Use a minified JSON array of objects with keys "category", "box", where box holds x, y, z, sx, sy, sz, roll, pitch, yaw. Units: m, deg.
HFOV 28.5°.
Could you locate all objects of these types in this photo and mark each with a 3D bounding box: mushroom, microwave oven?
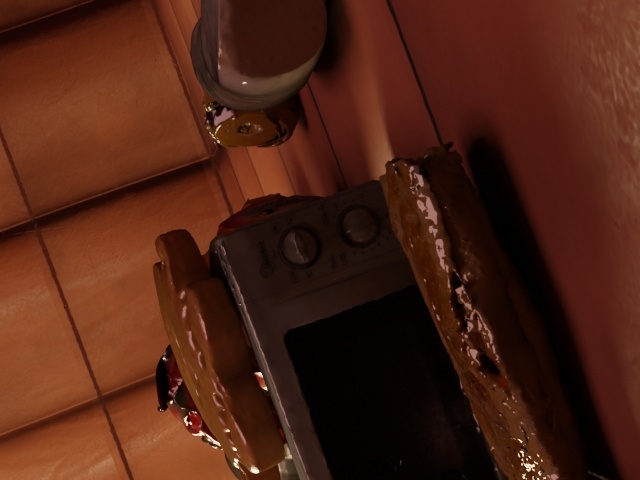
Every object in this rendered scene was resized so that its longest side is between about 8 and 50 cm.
[{"category":"mushroom","box":[-0.070,-0.213,1.262,0.397,0.126,0.177,153,106,-83]},{"category":"microwave oven","box":[0.044,0.105,1.057,0.237,0.181,0.295,179,71,-85]}]

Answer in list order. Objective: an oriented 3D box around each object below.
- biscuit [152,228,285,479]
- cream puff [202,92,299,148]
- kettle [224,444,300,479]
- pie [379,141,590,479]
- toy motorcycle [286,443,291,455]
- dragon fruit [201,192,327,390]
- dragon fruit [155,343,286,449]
[{"category":"biscuit","box":[-0.114,0.120,1.262,0.355,0.052,0.275,-166,56,-74]},{"category":"cream puff","box":[-0.088,-0.168,1.572,0.133,0.119,0.104,124,148,-68]},{"category":"kettle","box":[-0.046,0.173,1.936,0.321,0.228,0.324,-85,-6,-49]},{"category":"pie","box":[0.118,0.070,0.842,0.128,0.068,0.283,-162,51,-83]},{"category":"toy motorcycle","box":[0.064,0.295,1.670,0.188,0.143,0.327,55,155,-1]},{"category":"dragon fruit","box":[-0.038,0.061,1.446,0.224,0.224,0.227,-160,57,-81]},{"category":"dragon fruit","box":[-0.108,0.158,1.670,0.293,0.233,0.234,31,143,62]}]
